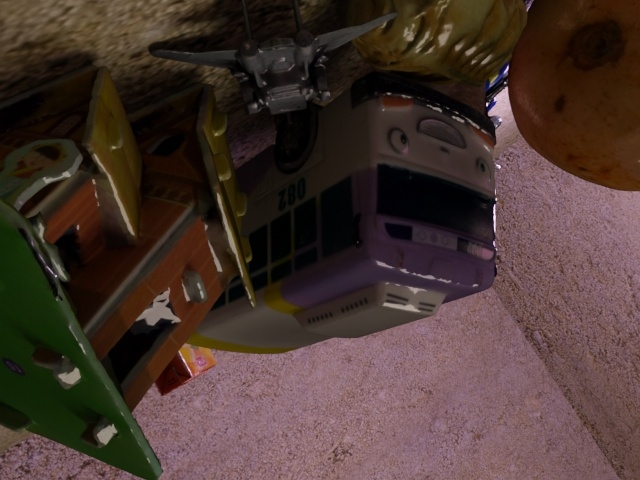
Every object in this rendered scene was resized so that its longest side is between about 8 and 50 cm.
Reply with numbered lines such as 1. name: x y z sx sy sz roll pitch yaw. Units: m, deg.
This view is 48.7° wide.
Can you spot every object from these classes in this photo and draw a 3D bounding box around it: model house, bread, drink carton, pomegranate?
1. model house: -0.227 -0.035 0.632 0.324 0.340 0.300 -56 149 -39
2. bread: 0.125 -0.235 0.751 0.152 0.130 0.267 -34 172 26
3. drink carton: -0.264 0.129 1.138 0.071 0.223 0.096 -33 173 15
4. pomegranate: 0.503 -0.273 1.127 0.411 0.411 0.411 -32 173 -4

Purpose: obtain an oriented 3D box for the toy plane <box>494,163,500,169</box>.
1. toy plane: 0.208 -0.163 1.248 0.244 0.245 0.117 -28 -151 -33

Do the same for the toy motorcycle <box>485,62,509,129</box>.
1. toy motorcycle: 0.265 -0.252 1.364 0.315 0.113 0.169 -47 157 30

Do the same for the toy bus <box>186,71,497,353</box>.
1. toy bus: 0.000 0.000 0.879 0.209 0.249 0.440 14 154 -36

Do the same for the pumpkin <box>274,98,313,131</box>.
1. pumpkin: -0.033 -0.173 0.880 0.083 0.028 0.050 -45 167 25

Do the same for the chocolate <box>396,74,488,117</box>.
1. chocolate: 0.147 -0.159 1.019 0.185 0.100 0.303 -33 -143 44

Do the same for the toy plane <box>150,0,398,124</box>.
1. toy plane: -0.039 -0.159 0.701 0.212 0.088 0.267 -10 175 -1
